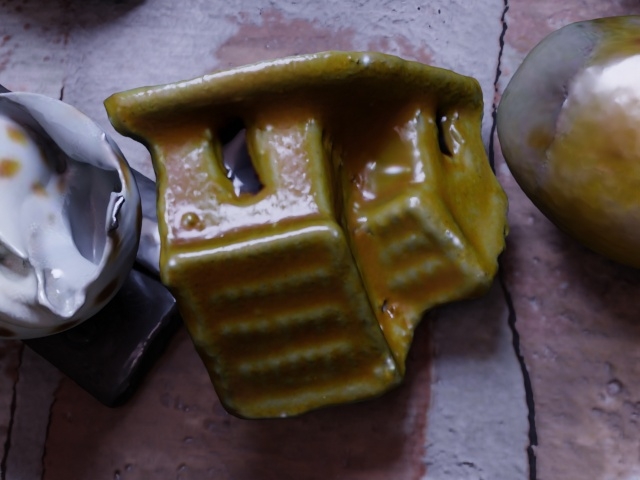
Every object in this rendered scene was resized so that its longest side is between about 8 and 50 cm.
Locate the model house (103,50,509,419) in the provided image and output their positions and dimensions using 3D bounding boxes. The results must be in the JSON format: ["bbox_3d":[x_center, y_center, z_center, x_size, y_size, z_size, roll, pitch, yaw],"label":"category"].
[{"bbox_3d":[0.010,-0.004,0.874,0.268,0.173,0.239,-12,74,1],"label":"model house"}]

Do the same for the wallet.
[{"bbox_3d":[-0.237,-0.014,1.010,0.321,0.044,0.170,32,82,22],"label":"wallet"}]

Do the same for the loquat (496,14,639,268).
[{"bbox_3d":[0.235,-0.068,0.852,0.227,0.179,0.179,14,74,20],"label":"loquat"}]

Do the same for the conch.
[{"bbox_3d":[-0.233,-0.022,0.909,0.183,0.148,0.275,-40,63,-8],"label":"conch"}]
